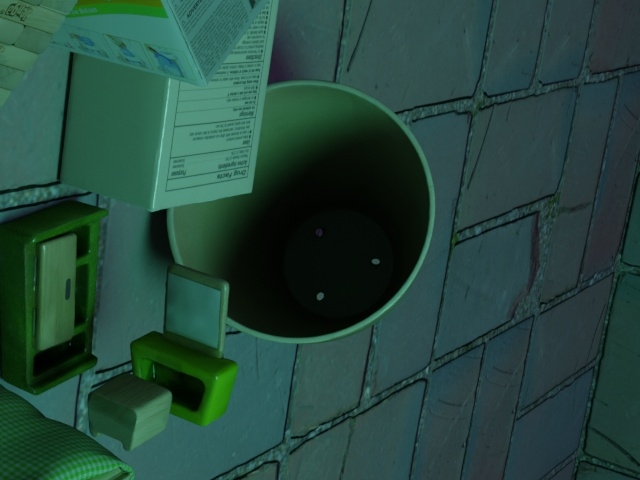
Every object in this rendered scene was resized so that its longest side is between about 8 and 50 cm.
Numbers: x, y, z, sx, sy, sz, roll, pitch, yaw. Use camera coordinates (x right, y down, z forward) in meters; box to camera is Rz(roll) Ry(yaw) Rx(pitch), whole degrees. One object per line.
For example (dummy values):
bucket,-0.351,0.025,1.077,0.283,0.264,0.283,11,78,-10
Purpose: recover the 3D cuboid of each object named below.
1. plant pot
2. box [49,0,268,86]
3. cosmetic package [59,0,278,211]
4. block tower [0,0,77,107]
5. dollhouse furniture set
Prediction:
plant pot,0.000,0.000,1.465,0.274,0.256,0.256,56,55,-74
box,-0.154,-0.209,1.074,0.114,0.203,0.103,-57,148,-26
cosmetic package,-0.122,-0.194,1.238,0.160,0.113,0.309,-14,117,-58
block tower,-0.204,-0.213,0.961,0.335,0.091,0.097,-52,149,17
dollhouse furniture set,-0.223,0.097,1.125,0.301,0.197,0.151,-27,129,-54
